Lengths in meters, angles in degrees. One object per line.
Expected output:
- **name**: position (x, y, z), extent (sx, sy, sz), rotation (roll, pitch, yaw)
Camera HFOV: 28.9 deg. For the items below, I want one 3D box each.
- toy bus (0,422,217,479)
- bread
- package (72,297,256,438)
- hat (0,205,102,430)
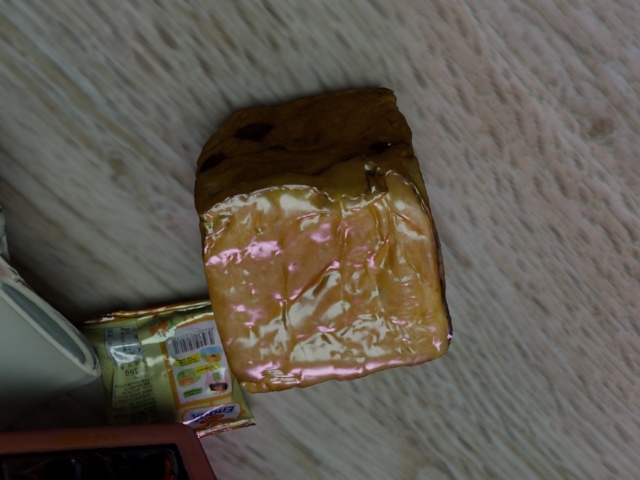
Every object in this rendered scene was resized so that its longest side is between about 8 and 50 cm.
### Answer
- **toy bus**: position (-0.259, 0.237, 0.738), extent (0.426, 0.233, 0.203), rotation (1, 134, -28)
- **bread**: position (0.000, 0.000, 0.788), extent (0.143, 0.149, 0.158), rotation (-8, 113, -2)
- **package**: position (-0.108, 0.095, 0.870), extent (0.108, 0.031, 0.121), rotation (-12, 115, -5)
- **hat**: position (-0.258, 0.040, 0.803), extent (0.219, 0.164, 0.226), rotation (-30, 152, 8)
